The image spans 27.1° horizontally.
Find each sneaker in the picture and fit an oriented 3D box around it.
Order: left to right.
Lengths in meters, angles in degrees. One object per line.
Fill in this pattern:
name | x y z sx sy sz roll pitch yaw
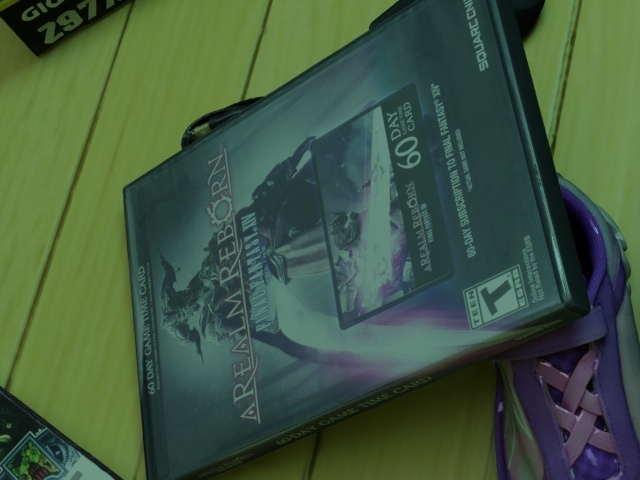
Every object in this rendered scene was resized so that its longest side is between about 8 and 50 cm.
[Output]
sneaker | 0.121 0.066 0.652 0.095 0.104 0.236 -13 64 10

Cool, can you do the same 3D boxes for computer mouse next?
computer mouse | 0.023 -0.108 0.800 0.242 0.041 0.071 -28 62 4

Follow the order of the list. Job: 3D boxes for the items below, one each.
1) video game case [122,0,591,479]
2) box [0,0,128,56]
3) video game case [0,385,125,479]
video game case | 0.000 0.000 0.701 0.274 0.026 0.196 -28 57 32
box | -0.163 -0.324 0.923 0.257 0.079 0.322 -30 67 0
video game case | -0.207 0.202 0.725 0.210 0.042 0.232 30 77 27
